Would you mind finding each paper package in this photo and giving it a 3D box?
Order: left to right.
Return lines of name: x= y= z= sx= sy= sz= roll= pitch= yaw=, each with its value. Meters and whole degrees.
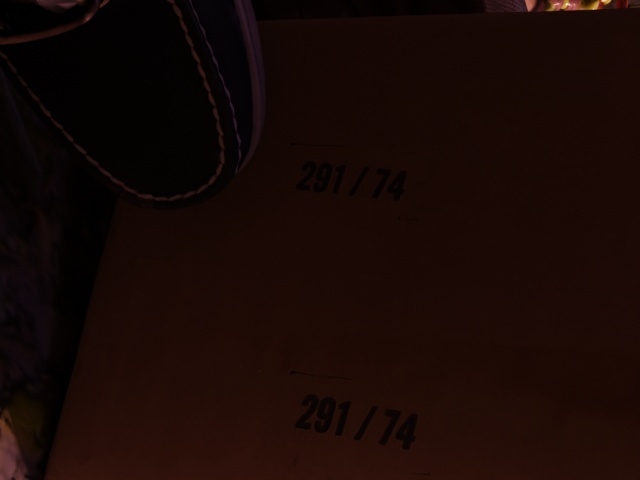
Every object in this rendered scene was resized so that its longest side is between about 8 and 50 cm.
paper package: x=0.050 y=0.043 z=0.722 sx=0.168 sy=0.324 sz=0.310 roll=56 pitch=40 yaw=-58

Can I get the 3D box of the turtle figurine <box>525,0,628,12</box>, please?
turtle figurine: x=0.173 y=-0.209 z=1.161 sx=0.269 sy=0.087 sz=0.217 roll=-44 pitch=126 yaw=-31

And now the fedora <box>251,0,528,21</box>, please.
fedora: x=0.022 y=-0.168 z=1.051 sx=0.275 sy=0.244 sz=0.124 roll=44 pitch=-8 yaw=-4

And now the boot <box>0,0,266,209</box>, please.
boot: x=-0.142 y=-0.103 z=0.493 sx=0.284 sy=0.138 sz=0.377 roll=-83 pitch=155 yaw=-51

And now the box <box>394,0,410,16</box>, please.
box: x=0.050 y=-0.224 z=1.270 sx=0.279 sy=0.177 sz=0.290 roll=9 pitch=73 yaw=-77
